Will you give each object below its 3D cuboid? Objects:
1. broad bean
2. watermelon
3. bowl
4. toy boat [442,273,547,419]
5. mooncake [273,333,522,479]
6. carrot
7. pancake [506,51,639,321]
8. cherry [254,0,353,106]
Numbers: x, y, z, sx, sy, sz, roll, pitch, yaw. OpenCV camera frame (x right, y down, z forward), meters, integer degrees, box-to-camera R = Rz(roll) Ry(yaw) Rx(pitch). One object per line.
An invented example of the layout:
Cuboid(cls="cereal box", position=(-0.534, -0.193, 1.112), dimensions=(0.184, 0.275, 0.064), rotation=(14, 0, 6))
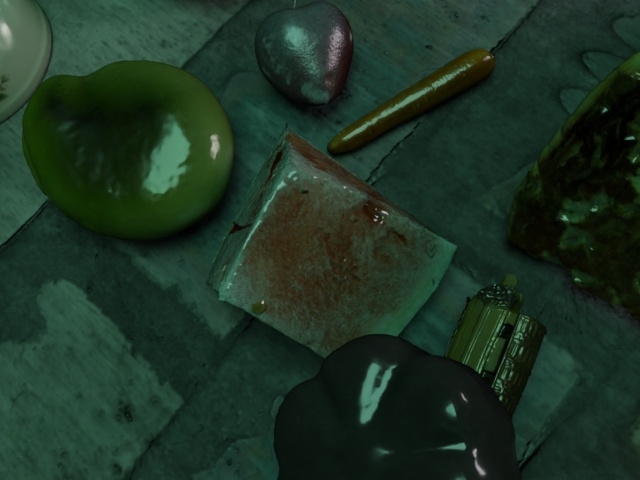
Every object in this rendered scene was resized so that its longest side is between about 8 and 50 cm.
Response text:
Cuboid(cls="broad bean", position=(-0.244, -0.122, 0.846), dimensions=(0.291, 0.119, 0.238), rotation=(23, 75, 14))
Cuboid(cls="watermelon", position=(0.000, 0.000, 0.726), dimensions=(0.261, 0.201, 0.213), rotation=(31, 86, 13))
Cuboid(cls="bowl", position=(-0.540, -0.292, 0.941), dimensions=(0.276, 0.145, 0.277), rotation=(-2, 72, 7))
Cuboid(cls="toy boat", position=(0.173, 0.145, 0.712), dimensions=(0.088, 0.068, 0.226), rotation=(16, 70, 33))
Cuboid(cls="mooncake", position=(0.064, 0.212, 0.635), dimensions=(0.244, 0.133, 0.245), rotation=(-13, 65, 30))
Cuboid(cls="carrot", position=(0.116, -0.176, 0.858), dimensions=(0.247, 0.043, 0.043), rotation=(-31, 69, -1))
Cuboid(cls="pancake", position=(0.398, -0.064, 0.646), dimensions=(0.305, 0.427, 0.067), rotation=(46, 39, 5))
Cuboid(cls="cherry", position=(0.011, -0.251, 0.862), dimensions=(0.188, 0.115, 0.148), rotation=(-17, 50, -4))
